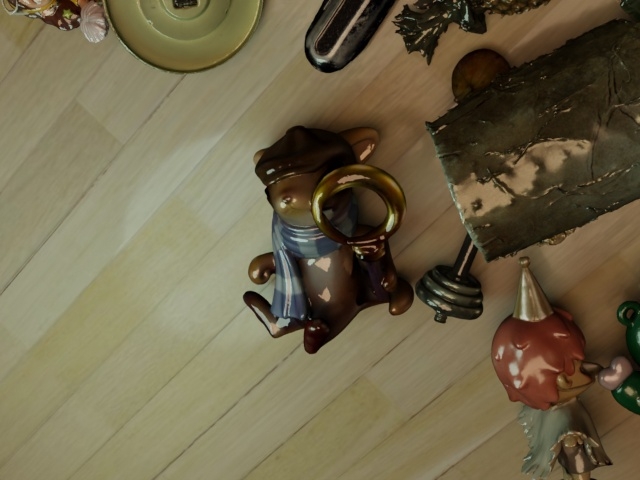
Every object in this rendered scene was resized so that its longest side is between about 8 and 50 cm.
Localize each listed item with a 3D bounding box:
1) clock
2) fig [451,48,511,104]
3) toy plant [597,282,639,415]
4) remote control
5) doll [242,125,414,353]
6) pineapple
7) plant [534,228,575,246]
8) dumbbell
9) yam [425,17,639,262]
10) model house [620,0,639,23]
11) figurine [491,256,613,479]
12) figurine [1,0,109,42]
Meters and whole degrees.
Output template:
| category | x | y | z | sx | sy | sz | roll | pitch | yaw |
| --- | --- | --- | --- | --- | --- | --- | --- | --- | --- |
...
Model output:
| category | x | y | z | sx | sy | sz | roll | pitch | yaw |
| --- | --- | --- | --- | --- | --- | --- | --- | --- | --- |
| clock | -0.199 | -0.359 | 1.400 | 0.235 | 0.029 | 0.235 | -4 | 110 | -12 |
| fig | 0.220 | -0.219 | 1.342 | 0.088 | 0.125 | 0.089 | 7 | 112 | 17 |
| toy plant | 0.534 | 0.153 | 1.397 | 0.243 | 0.112 | 0.233 | 7 | 101 | -5 |
| remote control | 0.063 | -0.353 | 1.367 | 0.090 | 0.066 | 0.266 | 36 | 114 | -1 |
| doll | -0.002 | 0.003 | 1.435 | 0.317 | 0.209 | 0.340 | 3 | 115 | 24 |
| pineapple | 0.212 | -0.339 | 1.321 | 0.251 | 0.125 | 0.125 | -25 | 101 | 32 |
| plant | 0.313 | -0.057 | 1.377 | 0.122 | 0.117 | 0.104 | 38 | 143 | -27 |
| dumbbell | 0.225 | 0.010 | 1.442 | 0.110 | 0.110 | 0.255 | 22 | 107 | 6 |
| yam | 0.325 | -0.128 | 1.254 | 0.348 | 0.241 | 0.241 | -26 | 102 | 5 |
| model house | 0.488 | -0.289 | 1.220 | 0.183 | 0.172 | 0.166 | 39 | 115 | -1 |
| figurine | 0.349 | 0.209 | 1.446 | 0.166 | 0.207 | 0.387 | -13 | 92 | -1 |
| figurine | -0.362 | -0.391 | 1.442 | 0.240 | 0.116 | 0.175 | -2 | 111 | 9 |
